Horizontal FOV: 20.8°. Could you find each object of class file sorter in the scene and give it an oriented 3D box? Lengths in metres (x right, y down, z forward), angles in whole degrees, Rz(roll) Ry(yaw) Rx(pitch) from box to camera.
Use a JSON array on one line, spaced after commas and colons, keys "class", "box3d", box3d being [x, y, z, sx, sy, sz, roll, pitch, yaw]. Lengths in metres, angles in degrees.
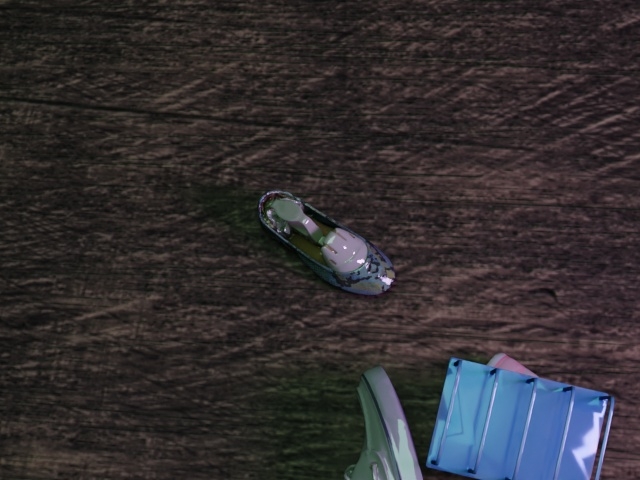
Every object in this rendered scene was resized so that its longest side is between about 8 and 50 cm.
[{"class": "file sorter", "box3d": [0.205, 0.193, 1.785, 0.170, 0.104, 0.118, 13, 84, 3]}]

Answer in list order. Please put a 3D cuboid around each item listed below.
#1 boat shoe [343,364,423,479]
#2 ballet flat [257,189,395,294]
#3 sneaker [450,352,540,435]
[{"class": "boat shoe", "box3d": [0.066, 0.263, 1.833, 0.088, 0.096, 0.267, -15, 70, 1]}, {"class": "ballet flat", "box3d": [0.000, 0.000, 1.988, 0.188, 0.070, 0.070, 29, 74, 24]}, {"class": "sneaker", "box3d": [0.186, 0.187, 1.860, 0.070, 0.051, 0.134, 26, 69, 28]}]
